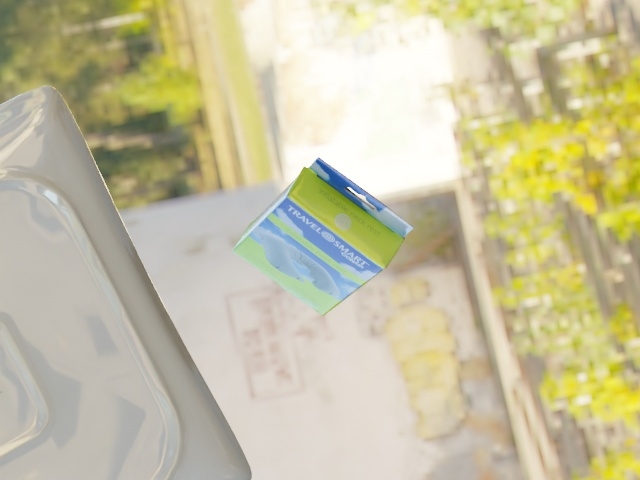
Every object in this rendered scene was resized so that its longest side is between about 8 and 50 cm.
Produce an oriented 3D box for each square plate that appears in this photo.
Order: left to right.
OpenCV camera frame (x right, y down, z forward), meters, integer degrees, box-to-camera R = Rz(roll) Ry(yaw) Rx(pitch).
[{"bbox_3d":[-0.259,0.113,1.323,0.344,0.347,0.049,64,160,-11],"label":"square plate"}]

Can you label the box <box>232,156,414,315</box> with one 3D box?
[{"bbox_3d":[0.000,0.000,1.628,0.042,0.109,0.178,-57,7,-26],"label":"box"}]
